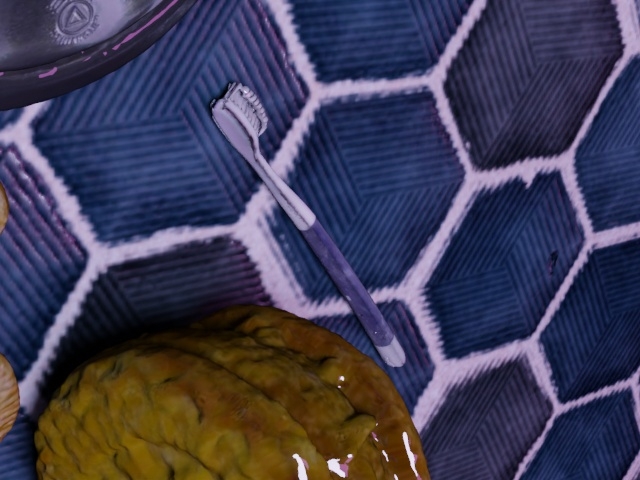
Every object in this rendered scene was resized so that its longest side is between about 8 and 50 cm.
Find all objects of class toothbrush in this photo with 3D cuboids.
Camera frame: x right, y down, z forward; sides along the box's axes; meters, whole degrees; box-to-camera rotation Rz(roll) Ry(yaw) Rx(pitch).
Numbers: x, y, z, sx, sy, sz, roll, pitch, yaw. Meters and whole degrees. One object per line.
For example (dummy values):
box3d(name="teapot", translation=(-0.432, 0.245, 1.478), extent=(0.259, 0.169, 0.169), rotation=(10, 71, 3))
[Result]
box3d(name="toothbrush", translation=(0.000, 0.000, 0.838), extent=(0.026, 0.024, 0.288), rotation=(-55, 136, -22))

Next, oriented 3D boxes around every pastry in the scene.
box3d(name="pastry", translation=(-0.060, 0.162, 0.731), extent=(0.132, 0.240, 0.235), rotation=(-15, 108, -51))

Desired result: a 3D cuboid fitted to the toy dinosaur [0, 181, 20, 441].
box3d(name="toy dinosaur", translation=(-0.245, 0.095, 0.587), extent=(0.206, 0.092, 0.392), rotation=(8, 127, -3))

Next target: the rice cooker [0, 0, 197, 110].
box3d(name="rice cooker", translation=(-0.149, -0.181, 0.470), extent=(0.280, 0.227, 0.241), rotation=(33, 90, -45))
